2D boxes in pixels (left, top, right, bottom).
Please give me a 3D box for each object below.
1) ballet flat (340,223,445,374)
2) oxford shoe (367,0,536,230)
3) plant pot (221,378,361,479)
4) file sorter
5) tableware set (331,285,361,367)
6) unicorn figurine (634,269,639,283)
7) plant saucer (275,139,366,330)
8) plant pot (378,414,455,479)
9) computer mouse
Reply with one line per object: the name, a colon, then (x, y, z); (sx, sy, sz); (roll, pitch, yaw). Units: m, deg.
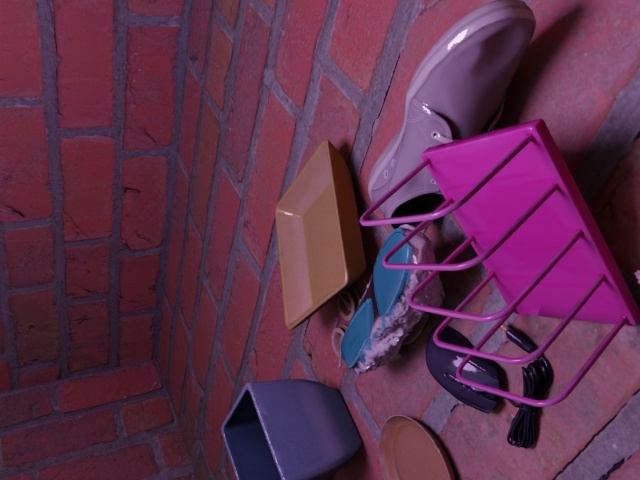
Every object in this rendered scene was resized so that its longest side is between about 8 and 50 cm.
ballet flat: (0.144, 0.111, 1.056); (0.147, 0.147, 0.409); (64, 153, 29)
oxford shoe: (0.194, -0.154, 0.874); (0.449, 0.169, 0.130); (115, 141, -56)
plant pot: (-0.056, 0.475, 1.385); (0.247, 0.252, 0.247); (62, 141, 31)
file sorter: (0.214, 0.035, 0.739); (0.290, 0.182, 0.202); (56, 156, -15)
tableware set: (0.052, 0.193, 1.345); (0.128, 0.039, 0.194); (40, 131, 51)
unicorn figurine: (0.423, 0.039, 0.623); (0.162, 0.060, 0.111); (109, 144, -66)
plant saucer: (0.000, 0.000, 1.305); (0.333, 0.081, 0.332); (135, 134, -55)
plant pot: (0.196, 0.462, 1.162); (0.236, 0.032, 0.236); (23, 117, 57)
computer mouse: (0.254, 0.201, 0.958); (0.262, 0.060, 0.184); (44, 134, 48)
